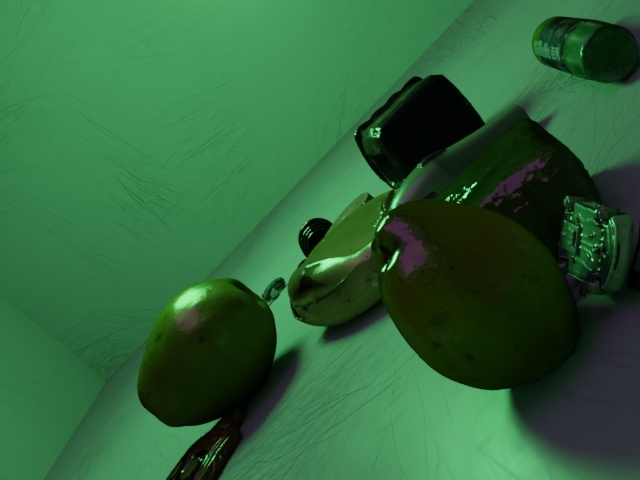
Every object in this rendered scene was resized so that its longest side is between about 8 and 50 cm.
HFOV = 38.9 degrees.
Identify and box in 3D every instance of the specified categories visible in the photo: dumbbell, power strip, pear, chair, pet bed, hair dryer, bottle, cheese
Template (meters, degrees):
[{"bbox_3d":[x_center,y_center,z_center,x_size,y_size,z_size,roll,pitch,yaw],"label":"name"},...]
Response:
[{"bbox_3d":[0.000,0.000,2.084,0.099,0.099,0.208,-48,10,2],"label":"dumbbell"},{"bbox_3d":[0.076,-0.021,1.896,0.154,0.078,0.154,-49,10,12],"label":"power strip"},{"bbox_3d":[-0.221,0.222,1.777,0.307,0.253,0.253,-60,10,1],"label":"pear"},{"bbox_3d":[0.326,0.008,0.877,0.037,0.042,0.086,-86,3,-75],"label":"chair"},{"bbox_3d":[0.148,0.051,0.931,0.187,0.219,0.187,-50,10,13],"label":"pear"},{"bbox_3d":[0.188,-0.204,1.784,0.211,0.183,0.159,-46,11,-14],"label":"pet bed"},{"bbox_3d":[0.280,-0.125,1.461,0.298,0.119,0.296,-10,33,49],"label":"hair dryer"},{"bbox_3d":[0.426,-0.316,1.482,0.093,0.093,0.330,-46,10,11],"label":"bottle"},{"bbox_3d":[0.050,0.047,1.643,0.316,0.128,0.259,-32,15,39],"label":"cheese"}]

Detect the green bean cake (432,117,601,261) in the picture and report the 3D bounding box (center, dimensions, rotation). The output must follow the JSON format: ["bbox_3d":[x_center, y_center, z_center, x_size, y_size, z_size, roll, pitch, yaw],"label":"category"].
[{"bbox_3d":[0.232,-0.026,1.144,0.248,0.125,0.222,-47,12,21],"label":"green bean cake"}]

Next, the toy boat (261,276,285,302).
[{"bbox_3d":[-0.119,0.129,2.297,0.083,0.038,0.038,-49,10,-7],"label":"toy boat"}]

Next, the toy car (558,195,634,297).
[{"bbox_3d":[0.288,0.006,0.936,0.186,0.058,0.093,-99,16,-82],"label":"toy car"}]

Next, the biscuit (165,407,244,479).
[{"bbox_3d":[-0.233,0.422,1.660,0.290,0.041,0.208,-55,13,-30],"label":"biscuit"}]
